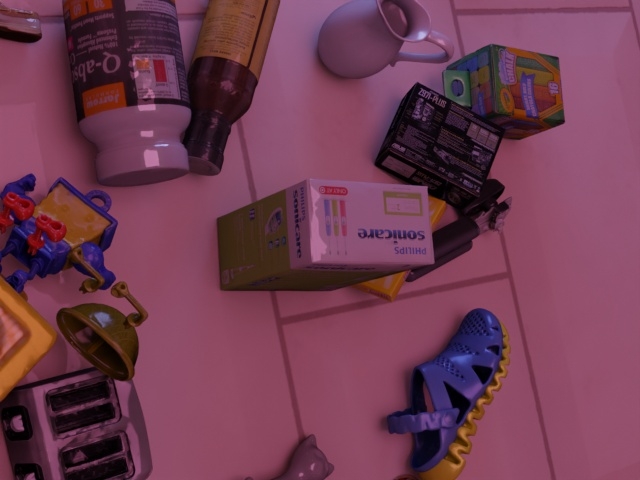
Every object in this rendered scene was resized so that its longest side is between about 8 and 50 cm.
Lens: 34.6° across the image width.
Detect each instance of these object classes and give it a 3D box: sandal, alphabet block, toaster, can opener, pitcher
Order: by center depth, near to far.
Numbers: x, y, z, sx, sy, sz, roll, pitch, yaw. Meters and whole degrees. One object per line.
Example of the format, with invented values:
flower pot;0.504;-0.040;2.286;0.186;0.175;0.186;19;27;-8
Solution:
alphabet block;-0.473;0.129;1.254;0.192;0.197;0.193;47;60;-16
toaster;-0.321;0.261;1.375;0.185;0.110;0.168;-12;88;-33
pitcher;0.104;-0.327;1.692;0.178;0.207;0.125;35;65;-22
sandal;0.211;0.242;1.706;0.138;0.126;0.317;35;63;-17
can opener;0.235;-0.016;1.807;0.280;0.074;0.093;-31;63;-34

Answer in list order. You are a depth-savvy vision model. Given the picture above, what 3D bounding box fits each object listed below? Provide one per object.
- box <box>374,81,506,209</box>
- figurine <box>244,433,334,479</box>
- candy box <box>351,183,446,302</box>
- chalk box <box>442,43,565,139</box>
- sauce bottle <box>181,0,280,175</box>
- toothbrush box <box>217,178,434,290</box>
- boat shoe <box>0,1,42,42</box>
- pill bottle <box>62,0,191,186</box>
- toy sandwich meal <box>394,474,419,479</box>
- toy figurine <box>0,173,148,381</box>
box;0.206;-0.162;1.775;0.180;0.077;0.147;26;67;-7
figurine;-0.031;0.424;1.548;0.209;0.092;0.215;-30;96;-40
candy box;0.119;0.001;1.709;0.105;0.027;0.206;21;62;21
chalk box;0.315;-0.268;1.857;0.213;0.132;0.132;3;79;-31
sauce bottle;-0.146;-0.269;1.584;0.111;0.111;0.344;25;68;-26
toothbrush box;0.000;0.000;1.521;0.206;0.283;0.122;2;80;-31
boat shoe;-0.457;-0.313;1.439;0.135;0.050;0.045;9;73;-41
pill bottle;-0.271;-0.225;1.468;0.162;0.162;0.278;-5;83;-32
toy sandwich meal;0.148;0.425;1.681;0.085;0.029;0.085;7;77;-31
toy figurine;-0.324;-0.009;1.368;0.362;0.191;0.217;36;40;6
